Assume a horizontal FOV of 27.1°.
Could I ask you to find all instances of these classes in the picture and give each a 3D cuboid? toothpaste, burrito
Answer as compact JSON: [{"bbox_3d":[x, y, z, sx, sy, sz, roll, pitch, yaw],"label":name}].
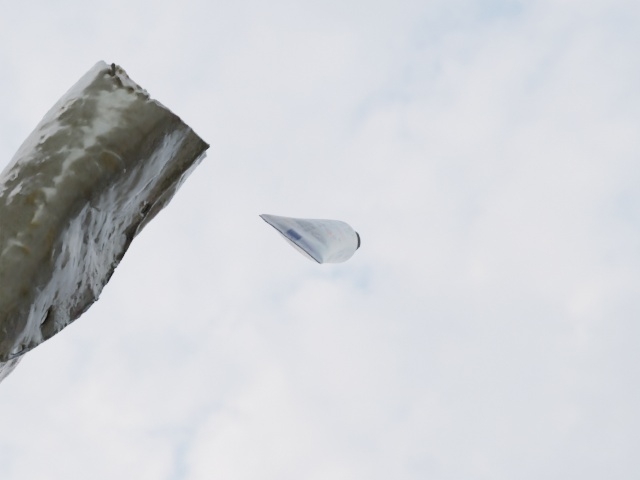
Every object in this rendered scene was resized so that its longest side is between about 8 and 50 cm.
[{"bbox_3d":[0.000,0.000,1.450,0.058,0.314,0.056,-6,-92,11],"label":"toothpaste"},{"bbox_3d":[-0.122,0.006,0.551,0.060,0.226,0.087,24,-34,20],"label":"burrito"}]
